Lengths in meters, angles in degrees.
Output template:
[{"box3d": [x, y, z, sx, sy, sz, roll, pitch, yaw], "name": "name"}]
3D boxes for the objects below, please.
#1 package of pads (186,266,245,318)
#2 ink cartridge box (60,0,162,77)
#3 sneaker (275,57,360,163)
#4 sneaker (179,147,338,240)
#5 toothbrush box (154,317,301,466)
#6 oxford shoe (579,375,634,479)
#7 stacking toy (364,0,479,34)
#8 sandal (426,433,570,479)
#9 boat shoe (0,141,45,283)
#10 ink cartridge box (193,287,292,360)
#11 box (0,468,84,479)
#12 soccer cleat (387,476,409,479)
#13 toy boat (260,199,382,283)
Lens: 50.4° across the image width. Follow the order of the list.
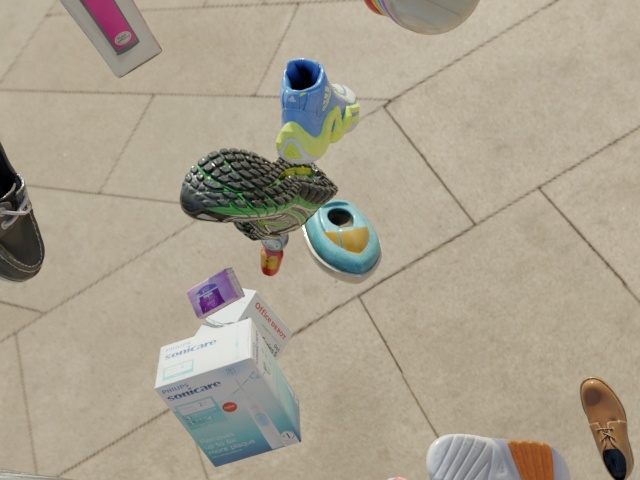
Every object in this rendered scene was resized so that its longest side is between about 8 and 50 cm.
[{"box3d": [-0.158, 0.080, 1.027, 0.083, 0.032, 0.050, -29, 79, 25], "name": "package of pads"}, {"box3d": [-0.252, -0.299, 0.567, 0.069, 0.371, 0.176, -33, 75, -2], "name": "ink cartridge box"}, {"box3d": [0.003, -0.206, 0.960, 0.091, 0.126, 0.240, 7, 33, 12], "name": "sneaker"}, {"box3d": [-0.100, -0.052, 1.101, 0.134, 0.343, 0.146, 45, 113, 22], "name": "sneaker"}, {"box3d": [-0.192, 0.336, 1.484, 0.216, 0.296, 0.126, -18, 35, 7], "name": "toothbrush box"}, {"box3d": [0.570, 0.373, 1.347, 0.076, 0.076, 0.212, -22, 86, 27], "name": "oxford shoe"}, {"box3d": [0.124, -0.387, 1.030, 0.141, 0.141, 0.330, -32, 20, 2], "name": "stacking toy"}, {"box3d": [0.235, 0.314, 0.930, 0.076, 0.265, 0.102, -22, 51, 57], "name": "sandal"}, {"box3d": [-0.426, -0.088, 0.822, 0.095, 0.335, 0.112, -14, 29, 21], "name": "boat shoe"}, {"box3d": [-0.218, 0.283, 1.736, 0.114, 0.198, 0.273, 5, 53, 40], "name": "ink cartridge box"}, {"box3d": [-0.497, 0.412, 0.754, 0.479, 0.471, 0.298, -9, 68, 36], "name": "box"}, {"box3d": [0.196, 0.576, 1.323, 0.083, 0.095, 0.248, -25, 88, -13], "name": "soccer cleat"}, {"box3d": [0.000, 0.000, 1.674, 0.318, 0.148, 0.267, -12, 49, -24], "name": "toy boat"}]
